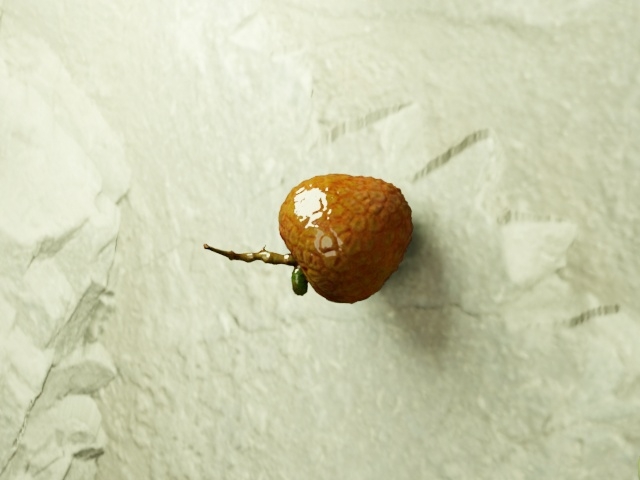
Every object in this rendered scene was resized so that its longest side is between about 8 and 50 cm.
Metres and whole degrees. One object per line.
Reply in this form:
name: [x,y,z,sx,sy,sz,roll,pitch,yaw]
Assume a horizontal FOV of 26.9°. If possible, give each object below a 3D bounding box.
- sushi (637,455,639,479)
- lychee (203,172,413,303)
sushi: [0.341,0.181,0.788,0.294,0.178,0.351,31,119,34]
lychee: [0.005,-0.004,1.071,0.140,0.101,0.114,-11,131,27]
